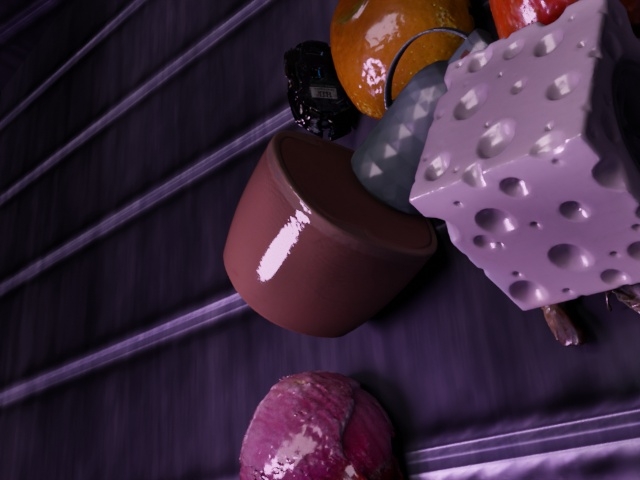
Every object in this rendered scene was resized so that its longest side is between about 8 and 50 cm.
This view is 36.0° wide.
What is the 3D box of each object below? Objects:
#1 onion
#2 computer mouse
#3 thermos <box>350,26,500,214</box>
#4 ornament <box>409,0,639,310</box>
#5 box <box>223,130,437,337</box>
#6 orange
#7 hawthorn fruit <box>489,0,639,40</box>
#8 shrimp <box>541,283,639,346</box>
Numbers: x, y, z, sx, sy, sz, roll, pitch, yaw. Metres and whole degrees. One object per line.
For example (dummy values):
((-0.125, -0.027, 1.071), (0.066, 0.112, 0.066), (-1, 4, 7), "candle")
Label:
((-0.003, 0.332, 1.449), (0.349, 0.159, 0.267), (13, 85, 57), "onion")
((-0.002, -0.276, 1.839), (0.077, 0.147, 0.241), (110, 159, -52), "computer mouse")
((0.166, -0.193, 1.476), (0.286, 0.182, 0.145), (-54, -6, 25), "thermos")
((0.289, -0.097, 1.165), (0.240, 0.240, 0.239), (-21, 39, 42), "ornament")
((0.000, 0.000, 1.526), (0.216, 0.301, 0.301), (-54, 36, 25), "box")
((0.136, -0.366, 1.661), (0.263, 0.196, 0.334), (-20, 40, 33), "orange")
((0.353, -0.335, 1.274), (0.284, 0.284, 0.284), (-31, 48, 41), "hawthorn fruit")
((0.359, 0.081, 1.194), (0.169, 0.058, 0.296), (-59, 29, 19), "shrimp")
